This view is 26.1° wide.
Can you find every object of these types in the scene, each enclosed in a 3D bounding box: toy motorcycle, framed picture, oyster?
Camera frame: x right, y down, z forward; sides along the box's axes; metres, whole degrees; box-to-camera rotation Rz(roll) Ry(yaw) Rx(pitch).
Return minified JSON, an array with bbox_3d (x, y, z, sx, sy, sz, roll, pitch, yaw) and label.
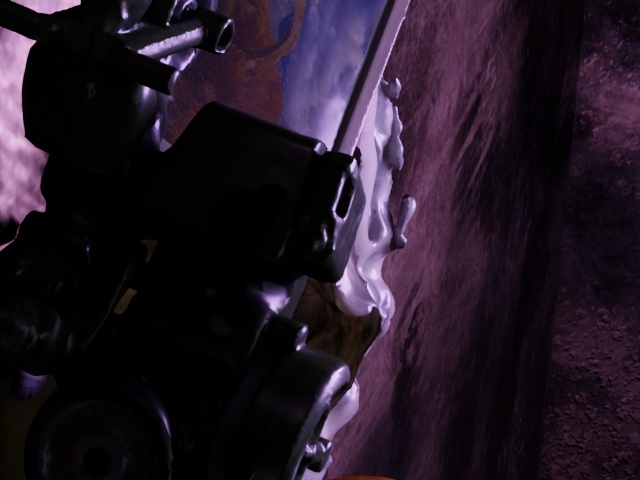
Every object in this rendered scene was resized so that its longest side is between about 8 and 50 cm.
[{"bbox_3d":[-0.068,-0.001,0.642,0.127,0.205,0.275,32,80,-77],"label":"toy motorcycle"},{"bbox_3d":[-0.037,-0.126,0.826,0.184,0.016,0.250,39,55,-26],"label":"framed picture"},{"bbox_3d":[-0.002,0.000,0.972,0.238,0.114,0.351,-65,151,-67],"label":"oyster"}]

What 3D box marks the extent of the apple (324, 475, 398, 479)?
[{"bbox_3d":[0.025,0.286,1.122,0.196,0.196,0.196,9,90,-72],"label":"apple"}]

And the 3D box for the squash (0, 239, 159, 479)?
[{"bbox_3d":[-0.098,0.102,0.823,0.220,0.133,0.220,5,90,-87],"label":"squash"}]
